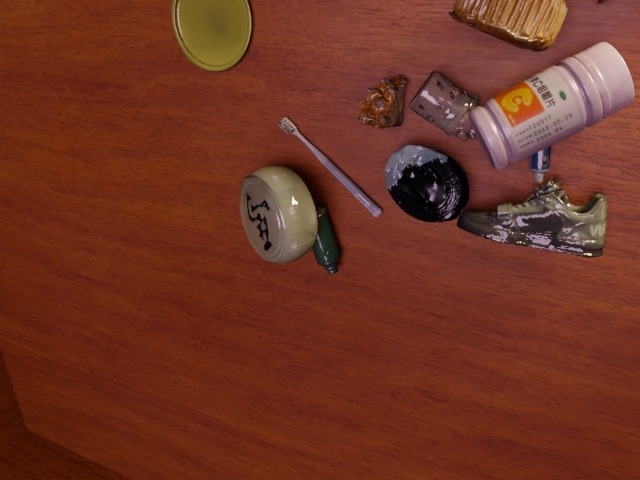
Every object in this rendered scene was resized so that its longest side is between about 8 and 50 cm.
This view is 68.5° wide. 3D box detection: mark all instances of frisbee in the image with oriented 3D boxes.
[{"bbox_3d":[-0.267,-0.538,1.152,0.236,0.017,0.236,10,116,21],"label":"frisbee"}]

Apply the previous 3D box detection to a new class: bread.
[{"bbox_3d":[0.333,-0.407,0.823,0.199,0.199,0.104,27,118,12],"label":"bread"}]

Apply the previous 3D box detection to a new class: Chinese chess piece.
[{"bbox_3d":[-0.113,-0.064,1.195,0.250,0.101,0.250,32,132,44],"label":"Chinese chess piece"}]

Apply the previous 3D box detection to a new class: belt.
[{"bbox_3d":[0.234,-0.130,1.042,0.198,0.078,0.151,46,119,23],"label":"belt"}]

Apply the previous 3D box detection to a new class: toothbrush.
[{"bbox_3d":[0.026,-0.183,1.170,0.342,0.030,0.025,43,128,-1],"label":"toothbrush"}]

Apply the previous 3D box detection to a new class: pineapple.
[{"bbox_3d":[0.149,-0.293,1.029,0.069,0.116,0.137,31,82,34],"label":"pineapple"}]

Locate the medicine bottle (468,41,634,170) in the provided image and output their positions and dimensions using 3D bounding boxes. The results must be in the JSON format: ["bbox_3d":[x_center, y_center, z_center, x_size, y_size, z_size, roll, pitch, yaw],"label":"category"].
[{"bbox_3d":[0.415,-0.241,0.866,0.249,0.133,0.133,-25,101,17],"label":"medicine bottle"}]

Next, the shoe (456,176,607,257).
[{"bbox_3d":[0.446,-0.064,0.989,0.292,0.109,0.149,13,107,22],"label":"shoe"}]

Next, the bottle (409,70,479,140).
[{"bbox_3d":[0.270,-0.274,0.979,0.152,0.099,0.099,34,123,-3],"label":"bottle"}]

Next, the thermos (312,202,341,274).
[{"bbox_3d":[0.001,0.001,1.241,0.083,0.073,0.188,-10,109,27],"label":"thermos"}]

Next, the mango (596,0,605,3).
[{"bbox_3d":[0.516,-0.488,0.778,0.101,0.066,0.187,34,114,7],"label":"mango"}]

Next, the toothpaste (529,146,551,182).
[{"bbox_3d":[0.446,-0.214,0.954,0.057,0.035,0.197,-1,110,15],"label":"toothpaste"}]
